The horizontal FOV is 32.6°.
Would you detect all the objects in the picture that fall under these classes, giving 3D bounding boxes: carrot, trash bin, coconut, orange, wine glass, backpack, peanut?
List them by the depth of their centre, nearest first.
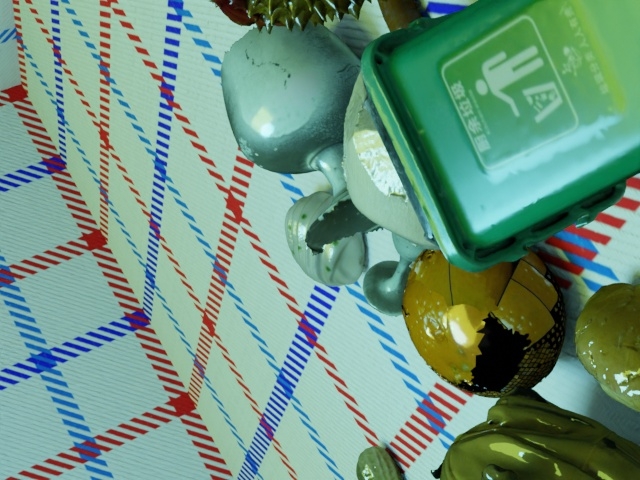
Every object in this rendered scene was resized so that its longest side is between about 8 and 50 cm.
[{"bbox_3d":[0.259,-0.152,1.006,0.381,0.295,0.259,-25,88,58],"label":"trash bin"},{"bbox_3d":[0.144,-0.126,1.297,0.245,0.245,0.247,48,157,38],"label":"coconut"},{"bbox_3d":[0.319,0.363,1.348,0.378,0.201,0.353,12,136,36],"label":"backpack"},{"bbox_3d":[0.217,0.094,1.452,0.234,0.182,0.234,30,126,54],"label":"orange"},{"bbox_3d":[0.086,-0.354,1.470,0.216,0.048,0.048,68,159,10],"label":"carrot"},{"bbox_3d":[0.098,0.077,1.587,0.096,0.264,0.309,26,154,5],"label":"wine glass"},{"bbox_3d":[-0.003,-0.165,1.621,0.323,0.238,0.238,61,158,16],"label":"wine glass"},{"bbox_3d":[0.128,0.503,2.183,0.093,0.083,0.194,-15,97,54],"label":"peanut"}]

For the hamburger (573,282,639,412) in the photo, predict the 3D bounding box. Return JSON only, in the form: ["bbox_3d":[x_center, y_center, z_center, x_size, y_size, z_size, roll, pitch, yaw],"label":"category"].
[{"bbox_3d":[0.374,0.129,1.179,0.262,0.131,0.124,20,130,55],"label":"hamburger"}]

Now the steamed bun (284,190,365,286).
[{"bbox_3d":[0.000,0.000,1.940,0.183,0.106,0.182,47,150,39],"label":"steamed bun"}]

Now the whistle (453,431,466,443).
[{"bbox_3d":[0.262,0.372,1.822,0.046,0.057,0.109,-69,-35,-51],"label":"whistle"}]

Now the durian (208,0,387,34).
[{"bbox_3d":[-0.029,-0.419,1.291,0.384,0.348,0.347,9,120,57],"label":"durian"}]
